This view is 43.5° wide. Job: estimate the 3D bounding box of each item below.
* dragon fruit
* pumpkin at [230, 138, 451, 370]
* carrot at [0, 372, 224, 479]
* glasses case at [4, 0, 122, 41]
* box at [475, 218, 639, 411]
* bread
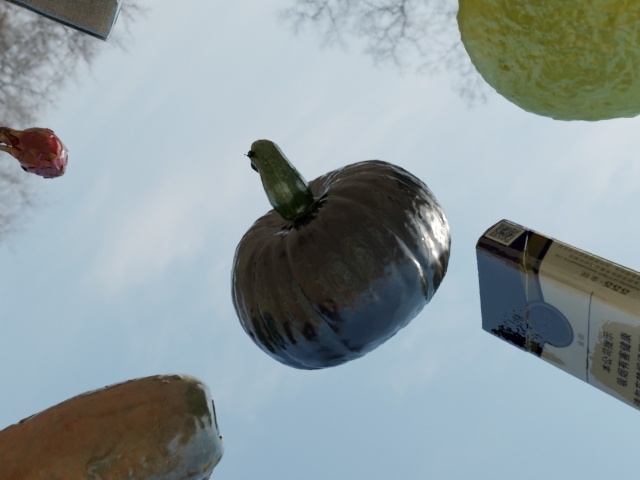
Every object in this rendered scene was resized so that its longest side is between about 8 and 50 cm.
[{"bbox_3d":[-0.562,-0.187,1.524,0.094,0.190,0.094,-60,-177,6],"label":"dragon fruit"},{"bbox_3d":[0.000,0.000,0.843,0.248,0.248,0.248,-24,-145,18],"label":"pumpkin"},{"bbox_3d":[-0.250,0.223,0.822,0.301,0.139,0.139,-11,-153,-19],"label":"carrot"},{"bbox_3d":[-0.270,-0.229,0.674,0.071,0.204,0.047,-101,-146,-61],"label":"glasses case"},{"bbox_3d":[0.311,0.089,0.967,0.259,0.168,0.071,25,-128,39],"label":"box"},{"bbox_3d":[0.367,-0.356,1.070,0.348,0.348,0.308,-16,-150,28],"label":"bread"}]
